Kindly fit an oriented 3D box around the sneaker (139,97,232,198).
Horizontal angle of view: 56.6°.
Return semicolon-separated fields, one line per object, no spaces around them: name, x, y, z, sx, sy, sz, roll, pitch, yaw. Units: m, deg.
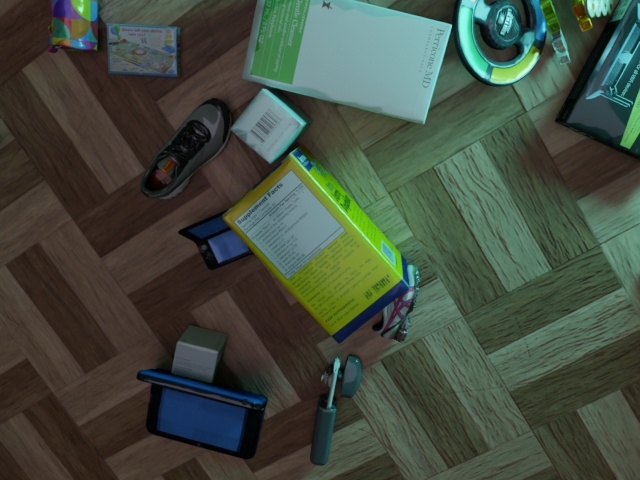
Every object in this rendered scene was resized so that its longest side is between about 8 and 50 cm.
sneaker;-0.290;-0.189;1.283;0.100;0.108;0.271;41;104;-3

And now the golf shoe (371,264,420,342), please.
golf shoe;0.171;0.139;1.337;0.085;0.067;0.186;15;106;4

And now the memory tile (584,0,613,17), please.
memory tile;0.517;-0.475;1.110;0.012;0.148;0.113;-2;105;43

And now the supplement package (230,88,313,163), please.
supplement package;-0.094;-0.236;1.210;0.105;0.179;0.105;40;105;-4

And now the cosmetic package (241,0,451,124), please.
cosmetic package;0.053;-0.367;1.175;0.365;0.155;0.197;14;105;4

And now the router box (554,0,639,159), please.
router box;0.650;-0.322;1.158;0.242;0.081;0.309;25;106;0

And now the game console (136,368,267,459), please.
game console;-0.288;0.422;1.413;0.293;0.250;0.173;13;79;2

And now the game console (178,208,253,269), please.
game console;-0.223;0.000;1.335;0.144;0.085;0.124;-21;101;12

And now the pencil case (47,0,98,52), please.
pencil case;-0.518;-0.507;1.232;0.104;0.104;0.236;8;104;4

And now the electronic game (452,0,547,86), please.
electronic game;0.348;-0.413;1.139;0.229;0.048;0.229;-6;104;-25

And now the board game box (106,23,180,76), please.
board game box;-0.379;-0.408;1.277;0.154;0.026;0.104;5;105;5

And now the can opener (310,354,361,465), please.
can opener;0.030;0.408;1.418;0.093;0.074;0.280;13;106;2

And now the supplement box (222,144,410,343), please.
supplement box;0.000;0.000;1.254;0.194;0.195;0.356;-40;98;14

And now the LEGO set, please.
LEGO set;0.454;-0.460;1.120;0.087;0.093;0.227;-17;131;31

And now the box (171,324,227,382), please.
box;-0.284;0.266;1.401;0.101;0.101;0.087;14;105;1
